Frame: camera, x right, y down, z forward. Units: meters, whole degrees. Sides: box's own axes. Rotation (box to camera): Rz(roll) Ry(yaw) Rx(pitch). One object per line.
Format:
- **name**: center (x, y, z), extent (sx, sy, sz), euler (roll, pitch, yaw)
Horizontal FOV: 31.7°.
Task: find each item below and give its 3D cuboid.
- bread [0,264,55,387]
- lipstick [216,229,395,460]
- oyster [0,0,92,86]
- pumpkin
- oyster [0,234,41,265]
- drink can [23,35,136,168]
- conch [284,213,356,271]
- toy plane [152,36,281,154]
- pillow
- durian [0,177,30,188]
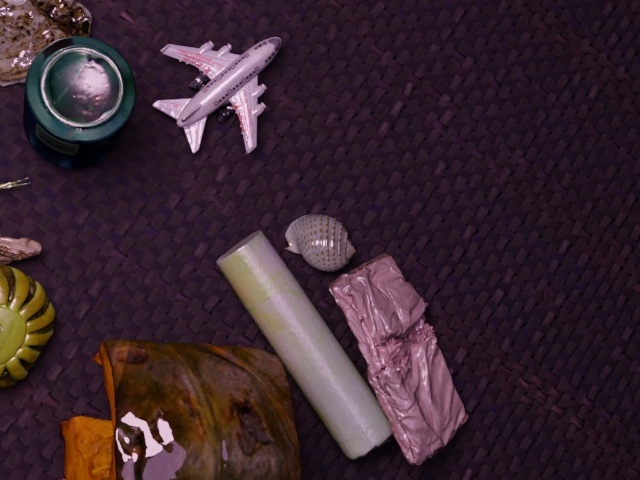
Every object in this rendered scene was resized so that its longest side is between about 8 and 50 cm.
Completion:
- **bread**: center (-0.368, 0.098, 1.278), extent (0.130, 0.071, 0.139), euler (26, 88, -27)
- **lipstick**: center (-0.016, 0.131, 1.378), extent (0.076, 0.076, 0.304), euler (-36, 97, -14)
- **oyster**: center (-0.358, -0.241, 1.318), extent (0.177, 0.064, 0.125), euler (3, 101, -25)
- **pumpkin**: center (-0.160, 0.258, 1.235), extent (0.225, 0.303, 0.256), euler (-2, 60, -22)
- **oyster**: center (-0.369, 0.021, 1.293), extent (0.083, 0.081, 0.038), euler (12, 107, 21)
- **drink can**: center (-0.272, -0.148, 1.257), extent (0.118, 0.205, 0.118), euler (2, 84, -17)
- **conch**: center (0.002, -0.001, 1.403), extent (0.085, 0.056, 0.076), euler (14, 70, -15)
- **toy plane**: center (-0.115, -0.190, 1.375), extent (0.171, 0.065, 0.162), euler (-42, 97, -16)
- **pillow**: center (0.105, 0.141, 1.398), extent (0.135, 0.049, 0.248), euler (-26, 93, -49)
- **durian**: center (-0.522, -0.017, 1.252), extent (0.355, 0.157, 0.169), euler (-45, 134, -13)
